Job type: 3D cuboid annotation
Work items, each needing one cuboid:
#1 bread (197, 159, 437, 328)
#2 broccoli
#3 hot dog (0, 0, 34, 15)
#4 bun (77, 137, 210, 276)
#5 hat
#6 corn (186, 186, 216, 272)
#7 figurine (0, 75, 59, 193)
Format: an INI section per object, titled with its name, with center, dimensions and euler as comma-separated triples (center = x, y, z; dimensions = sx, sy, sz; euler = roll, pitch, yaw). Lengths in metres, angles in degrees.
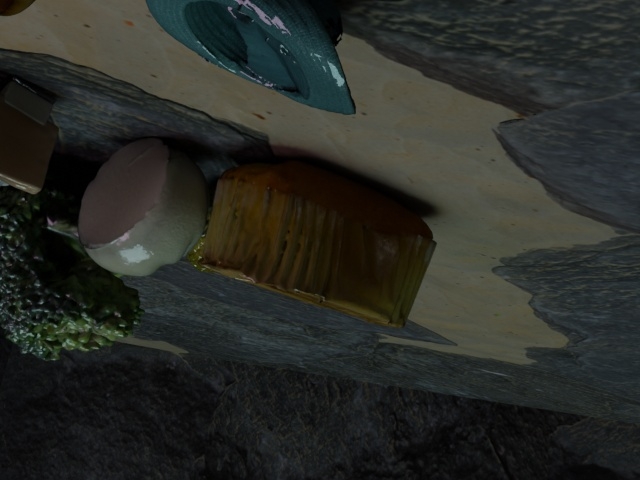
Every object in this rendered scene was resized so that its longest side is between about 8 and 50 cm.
[bread]
center = 0.000, 0.000, 1.229
dimensions = 0.288, 0.156, 0.204
euler = 19, 173, -33
[broccoli]
center = -0.362, 0.026, 1.440
dimensions = 0.318, 0.277, 0.338
euler = -14, 166, 19
[hot dog]
center = -0.259, -0.218, 0.793
dimensions = 0.090, 0.060, 0.140
euler = 20, 158, -13
[bun]
center = -0.204, -0.028, 1.235
dimensions = 0.173, 0.172, 0.120
euler = 0, 150, 42
[hat]
center = -0.038, -0.167, 0.763
dimensions = 0.191, 0.078, 0.138
euler = 28, 163, 18
[corn]
center = -0.145, -0.005, 1.436
dimensions = 0.106, 0.106, 0.293
euler = 15, 166, -8
[figurine]
center = -0.402, -0.104, 1.186
dimensions = 0.162, 0.141, 0.237
euler = 30, 159, -37
